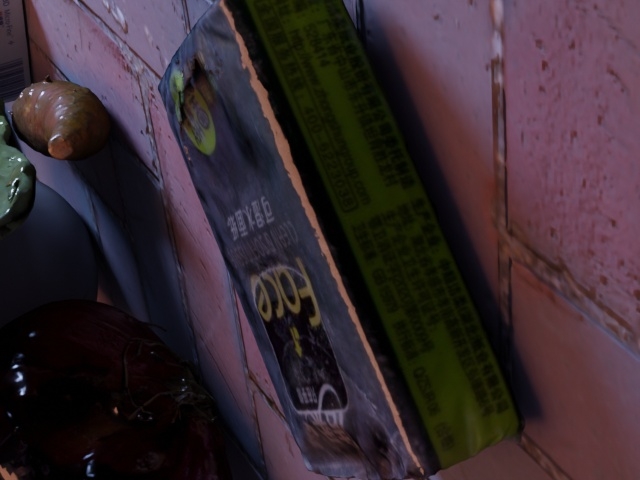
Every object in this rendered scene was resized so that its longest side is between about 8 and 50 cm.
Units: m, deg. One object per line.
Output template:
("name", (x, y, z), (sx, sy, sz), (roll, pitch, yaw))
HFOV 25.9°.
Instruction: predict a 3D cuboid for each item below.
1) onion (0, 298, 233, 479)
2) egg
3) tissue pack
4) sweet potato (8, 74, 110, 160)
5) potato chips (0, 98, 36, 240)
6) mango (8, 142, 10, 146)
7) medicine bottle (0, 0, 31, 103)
("onion", (-0.183, 0.187, 1.144), (0.281, 0.281, 0.221), (56, -174, 29))
("egg", (-0.297, 0.035, 1.313), (0.232, 0.176, 0.176), (-128, 25, -49))
("tissue pack", (0.000, 0.000, 0.690), (0.235, 0.073, 0.173), (68, 161, -1))
("sweet potato", (-0.224, -0.105, 1.158), (0.314, 0.066, 0.072), (-157, 56, -66))
("potato chips", (-0.355, 0.051, 1.154), (0.389, 0.097, 0.373), (36, 107, 58))
("mango", (-0.409, -0.151, 1.530), (0.137, 0.091, 0.237), (-30, 83, 61))
("medicine bottle", (-0.337, -0.247, 1.303), (0.201, 0.052, 0.171), (55, 156, 27))
